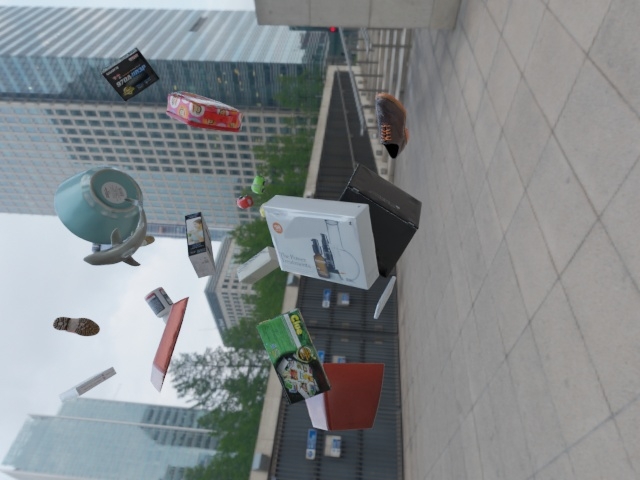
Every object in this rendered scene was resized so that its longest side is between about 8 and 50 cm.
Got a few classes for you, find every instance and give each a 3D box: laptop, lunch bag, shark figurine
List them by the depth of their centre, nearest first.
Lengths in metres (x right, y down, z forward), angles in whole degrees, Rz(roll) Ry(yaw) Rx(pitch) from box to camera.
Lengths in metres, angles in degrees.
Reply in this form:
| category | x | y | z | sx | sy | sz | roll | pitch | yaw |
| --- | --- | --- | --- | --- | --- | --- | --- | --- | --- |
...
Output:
| category | x | y | z | sx | sy | sz | roll | pitch | yaw |
| --- | --- | --- | --- | --- | --- | --- | --- | --- | --- |
| shark figurine | -0.626 | -0.002 | 1.367 | 0.278 | 0.166 | 0.116 | -56 | 30 | -1 |
| lunch bag | -0.484 | -0.550 | 1.794 | 0.293 | 0.258 | 0.120 | -9 | -59 | -52 |
| laptop | 0.249 | -0.107 | 1.981 | 0.236 | 0.382 | 0.408 | -55 | 5 | 37 |

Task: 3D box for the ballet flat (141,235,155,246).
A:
| category | x | y | z | sx | sy | sz | roll | pitch | yaw |
| --- | --- | --- | --- | --- | --- | --- | --- | --- | --- |
| ballet flat | -1.057 | 0.017 | 2.371 | 0.067 | 0.206 | 0.073 | -102 | 5 | -56 |

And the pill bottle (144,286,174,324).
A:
| category | x | y | z | sx | sy | sz | roll | pitch | yaw |
| --- | --- | --- | --- | --- | --- | --- | --- | --- | --- |
| pill bottle | -0.824 | 0.342 | 2.159 | 0.180 | 0.108 | 0.108 | 54 | -178 | 4 |

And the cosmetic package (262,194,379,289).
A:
| category | x | y | z | sx | sy | sz | roll | pitch | yaw |
| --- | --- | --- | --- | --- | --- | --- | --- | --- | --- |
| cosmetic package | 0.000 | 0.000 | 1.432 | 0.097 | 0.377 | 0.284 | -43 | -48 | -43 |

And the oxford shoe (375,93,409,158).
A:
| category | x | y | z | sx | sy | sz | roll | pitch | yaw |
| --- | --- | --- | --- | --- | --- | --- | --- | --- | --- |
| oxford shoe | 0.246 | -0.393 | 1.442 | 0.271 | 0.097 | 0.098 | 48 | -121 | -51 |

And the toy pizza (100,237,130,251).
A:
| category | x | y | z | sx | sy | sz | roll | pitch | yaw |
| --- | --- | --- | --- | --- | --- | --- | --- | --- | --- |
| toy pizza | -0.960 | 0.011 | 1.955 | 0.032 | 0.201 | 0.201 | 34 | -124 | -56 |

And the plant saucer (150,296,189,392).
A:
| category | x | y | z | sx | sy | sz | roll | pitch | yaw |
| --- | --- | --- | --- | --- | --- | --- | --- | --- | --- |
| plant saucer | -0.507 | 0.344 | 1.378 | 0.258 | 0.048 | 0.259 | 124 | 159 | -50 |

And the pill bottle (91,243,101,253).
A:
| category | x | y | z | sx | sy | sz | roll | pitch | yaw |
| --- | --- | --- | --- | --- | --- | --- | --- | --- | --- |
| pill bottle | -1.089 | -0.001 | 2.114 | 0.130 | 0.131 | 0.245 | 57 | -143 | -83 |

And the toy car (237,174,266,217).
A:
| category | x | y | z | sx | sy | sz | roll | pitch | yaw |
| --- | --- | --- | --- | --- | --- | --- | --- | --- | --- |
| toy car | -0.321 | -0.220 | 2.073 | 0.053 | 0.239 | 0.224 | -51 | -21 | -49 |

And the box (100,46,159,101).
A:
| category | x | y | z | sx | sy | sz | roll | pitch | yaw |
| --- | --- | --- | --- | --- | --- | --- | --- | --- | --- |
| box | -0.970 | -0.847 | 2.120 | 0.051 | 0.220 | 0.175 | 49 | 172 | 39 |

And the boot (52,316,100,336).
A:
| category | x | y | z | sx | sy | sz | roll | pitch | yaw |
| --- | --- | --- | --- | --- | --- | --- | --- | --- | --- |
| boot | -0.811 | 0.296 | 1.410 | 0.084 | 0.158 | 0.059 | 78 | -157 | -66 |

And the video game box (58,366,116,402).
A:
| category | x | y | z | sx | sy | sz | roll | pitch | yaw |
| --- | --- | --- | --- | --- | --- | --- | --- | --- | --- |
| video game box | -1.094 | 0.677 | 1.948 | 0.187 | 0.205 | 0.048 | -25 | -91 | -56 |

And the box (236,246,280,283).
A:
| category | x | y | z | sx | sy | sz | roll | pitch | yaw |
| --- | --- | --- | --- | --- | --- | --- | --- | --- | --- |
| box | -0.350 | 0.147 | 2.389 | 0.113 | 0.275 | 0.094 | 20 | -137 | -50 |

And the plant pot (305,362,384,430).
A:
| category | x | y | z | sx | sy | sz | roll | pitch | yaw |
| --- | --- | --- | --- | --- | --- | --- | --- | --- | --- |
| plant pot | 0.082 | 0.608 | 1.621 | 0.267 | 0.267 | 0.235 | 138 | 135 | -61 |

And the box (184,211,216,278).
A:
| category | x | y | z | sx | sy | sz | roll | pitch | yaw |
| --- | --- | --- | --- | --- | --- | --- | --- | --- | --- |
| box | -0.583 | 0.019 | 2.004 | 0.169 | 0.087 | 0.289 | 83 | 169 | -47 |

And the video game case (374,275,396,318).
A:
| category | x | y | z | sx | sy | sz | roll | pitch | yaw |
| --- | --- | --- | --- | --- | --- | --- | --- | --- | --- |
| video game case | 0.281 | 0.250 | 1.808 | 0.157 | 0.019 | 0.143 | -54 | -19 | -29 |

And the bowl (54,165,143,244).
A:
| category | x | y | z | sx | sy | sz | roll | pitch | yaw |
| --- | --- | --- | --- | --- | --- | --- | --- | --- | --- |
| bowl | -0.804 | -0.157 | 1.566 | 0.312 | 0.163 | 0.311 | 28 | -133 | -35 |

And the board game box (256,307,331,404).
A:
| category | x | y | z | sx | sy | sz | roll | pitch | yaw |
| --- | --- | --- | --- | --- | --- | --- | --- | --- | --- |
| board game box | -0.078 | 0.342 | 1.220 | 0.030 | 0.136 | 0.259 | -49 | -62 | -82 |
